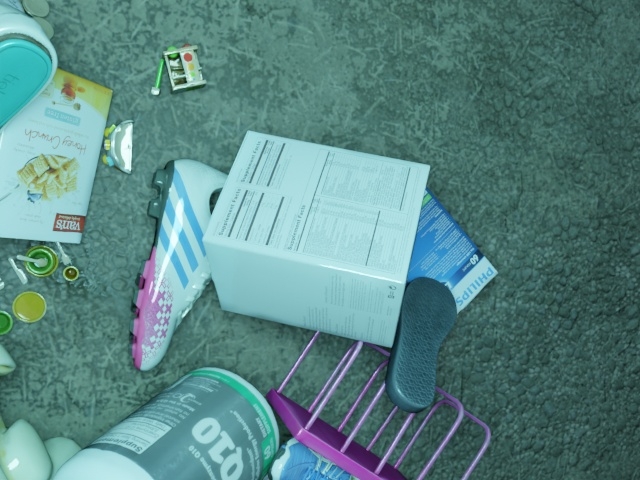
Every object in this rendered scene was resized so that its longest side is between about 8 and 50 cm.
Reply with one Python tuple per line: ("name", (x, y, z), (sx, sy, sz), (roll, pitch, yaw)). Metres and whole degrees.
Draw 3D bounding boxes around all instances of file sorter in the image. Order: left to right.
("file sorter", (0.097, 0.282, 1.061), (0.291, 0.202, 0.182), (37, 83, -16))

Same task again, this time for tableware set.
("tableware set", (-0.441, 0.072, 0.980), (0.154, 0.024, 0.104), (-28, 102, -12))

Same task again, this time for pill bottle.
("pill bottle", (-0.223, 0.335, 0.875), (0.204, 0.361, 0.204), (8, 109, 24))

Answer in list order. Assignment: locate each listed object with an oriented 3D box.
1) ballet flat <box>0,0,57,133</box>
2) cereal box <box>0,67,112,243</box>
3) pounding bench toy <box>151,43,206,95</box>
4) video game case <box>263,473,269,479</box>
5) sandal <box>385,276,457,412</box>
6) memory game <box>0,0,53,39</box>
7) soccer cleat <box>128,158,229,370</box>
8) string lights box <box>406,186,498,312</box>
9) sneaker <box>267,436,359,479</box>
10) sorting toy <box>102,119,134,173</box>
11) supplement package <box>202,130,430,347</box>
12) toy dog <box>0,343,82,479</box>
("ballet flat", (-0.488, -0.139, 0.799), (0.400, 0.139, 0.139), (-40, 105, 8))
("cereal box", (-0.388, -0.119, 0.911), (0.047, 0.173, 0.240), (12, 92, 24))
("pounding bench toy", (-0.225, -0.261, 0.997), (0.083, 0.052, 0.065), (-16, 99, -14))
("video game case", (-0.115, 0.522, 1.106), (0.329, 0.036, 0.299), (-7, 96, -15))
("sandal", (0.143, 0.151, 1.003), (0.097, 0.054, 0.254), (34, 45, -6))
("memory game", (-0.459, -0.319, 0.894), (0.186, 0.012, 0.186), (20, 59, -38))
("soccer cleat", (-0.205, 0.043, 0.996), (0.143, 0.116, 0.331), (10, 92, -16))
("string lights box", (0.170, 0.006, 1.121), (0.133, 0.077, 0.259), (-44, 105, -8))
("sneaker", (0.001, 0.362, 1.020), (0.211, 0.081, 0.080), (29, 84, -49))
("sorting toy", (-0.303, -0.142, 0.973), (0.045, 0.075, 0.083), (2, 94, -16))
("supplement package", (0.000, 0.000, 0.930), (0.263, 0.199, 0.198), (12, 58, 8))
("toy dog", (-0.533, 0.215, 0.788), (0.285, 0.395, 0.407), (-19, 106, -1))
